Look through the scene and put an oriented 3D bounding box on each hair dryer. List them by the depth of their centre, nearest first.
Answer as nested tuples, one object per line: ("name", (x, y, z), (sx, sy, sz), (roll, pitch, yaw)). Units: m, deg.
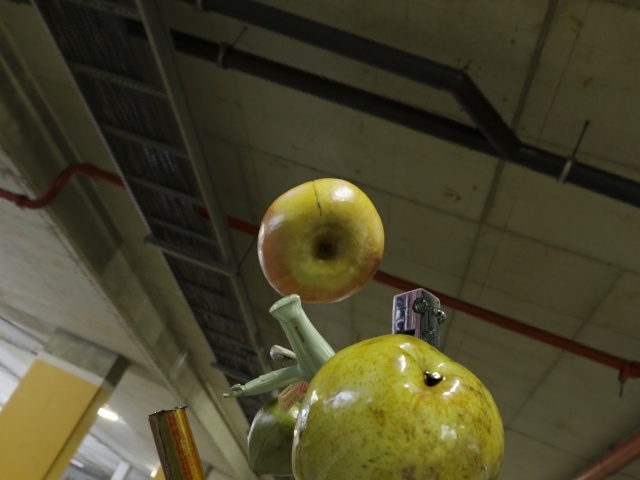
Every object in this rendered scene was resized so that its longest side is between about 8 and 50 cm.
("hair dryer", (-0.098, 0.236, 1.272), (0.237, 0.075, 0.206), (-29, -70, 7))

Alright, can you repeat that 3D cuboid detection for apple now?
("apple", (0.000, 0.000, 1.439), (0.286, 0.286, 0.233), (30, 5, -7))

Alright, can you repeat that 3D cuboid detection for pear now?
("pear", (0.105, 0.278, 0.935), (0.304, 0.304, 0.304), (21, -28, 12))

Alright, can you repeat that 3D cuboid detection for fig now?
("fig", (-0.090, 0.513, 1.657), (0.203, 0.225, 0.203), (39, 0, 0))

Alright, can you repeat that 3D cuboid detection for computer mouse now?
("computer mouse", (-0.095, 0.294, 1.655), (0.066, 0.039, 0.096), (25, -6, -15))

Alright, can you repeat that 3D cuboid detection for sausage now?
("sausage", (-0.226, 0.486, 1.187), (0.082, 0.371, 0.082), (-19, -18, -6))

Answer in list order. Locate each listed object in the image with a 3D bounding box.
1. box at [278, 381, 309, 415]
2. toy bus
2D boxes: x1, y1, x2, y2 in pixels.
("box", (-0.055, 0.328, 1.417), (0.015, 0.093, 0.058), (26, -44, 29))
("toy bus", (0.217, 0.218, 1.500), (0.108, 0.199, 0.096), (-16, -34, 38))
